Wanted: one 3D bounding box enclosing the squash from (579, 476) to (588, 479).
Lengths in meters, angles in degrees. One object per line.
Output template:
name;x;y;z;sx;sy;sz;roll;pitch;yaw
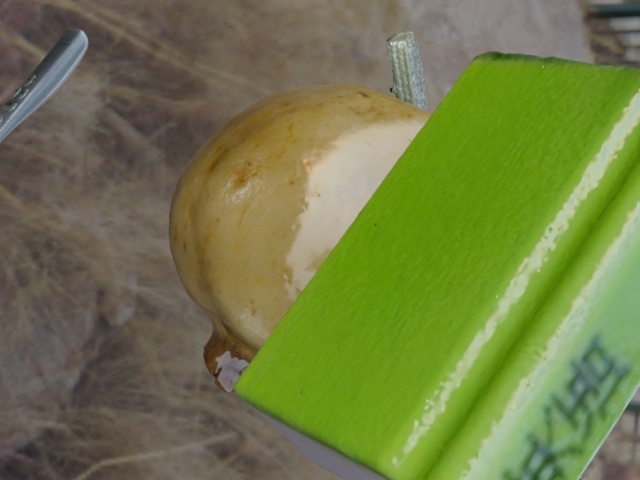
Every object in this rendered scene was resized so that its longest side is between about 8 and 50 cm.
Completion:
squash;0.236;0.323;1.545;0.066;0.201;0.066;-14;90;-69

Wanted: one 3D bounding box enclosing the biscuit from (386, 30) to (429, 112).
biscuit;0.122;-0.171;1.630;0.121;0.040;0.199;-54;136;-72

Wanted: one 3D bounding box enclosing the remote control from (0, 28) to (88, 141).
remote control;-0.282;-0.125;1.171;0.027;0.050;0.184;43;79;-26

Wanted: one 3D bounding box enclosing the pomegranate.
pomegranate;0.016;-0.010;1.097;0.307;0.307;0.307;-9;101;-61

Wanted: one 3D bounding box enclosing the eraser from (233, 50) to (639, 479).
eraser;0.101;0.022;0.688;0.274;0.210;0.092;-51;123;-14
